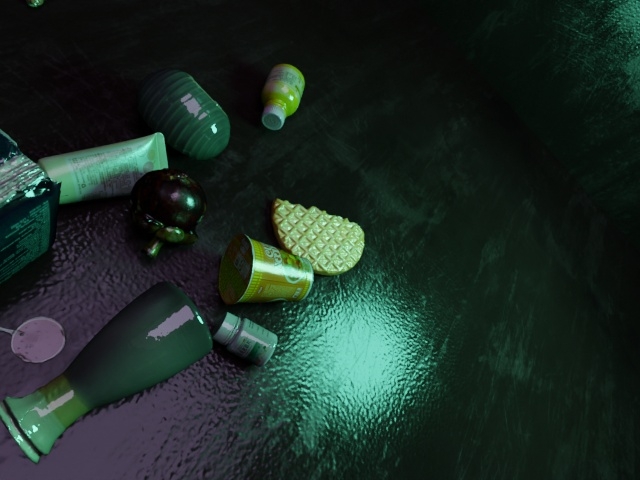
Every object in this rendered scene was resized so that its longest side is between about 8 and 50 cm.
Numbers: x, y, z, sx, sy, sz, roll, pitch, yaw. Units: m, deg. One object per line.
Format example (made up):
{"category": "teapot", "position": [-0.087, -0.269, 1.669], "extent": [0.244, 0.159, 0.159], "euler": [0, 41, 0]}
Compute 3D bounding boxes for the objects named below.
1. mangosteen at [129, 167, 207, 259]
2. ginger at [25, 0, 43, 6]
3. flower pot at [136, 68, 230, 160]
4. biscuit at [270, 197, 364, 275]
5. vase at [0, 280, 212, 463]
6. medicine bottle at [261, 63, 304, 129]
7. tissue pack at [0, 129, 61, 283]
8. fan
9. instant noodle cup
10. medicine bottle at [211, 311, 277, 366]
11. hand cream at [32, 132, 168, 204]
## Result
{"category": "mangosteen", "position": [-0.338, -0.070, 0.917], "extent": [0.173, 0.183, 0.172], "euler": [-1, 27, 0]}
{"category": "ginger", "position": [-0.808, -0.692, 0.992], "extent": [0.290, 0.084, 0.122], "euler": [34, 73, -19]}
{"category": "flower pot", "position": [-0.334, -0.310, 1.012], "extent": [0.157, 0.189, 0.243], "euler": [-43, 99, 1]}
{"category": "biscuit", "position": [0.000, 0.000, 1.167], "extent": [0.309, 0.040, 0.204], "euler": [17, 57, -25]}
{"category": "vase", "position": [-0.370, 0.226, 0.727], "extent": [0.321, 0.173, 0.173], "euler": [-36, 88, -34]}
{"category": "medicine bottle", "position": [-0.126, -0.439, 1.269], "extent": [0.122, 0.122, 0.212], "euler": [26, 54, -20]}
{"category": "tissue pack", "position": [-0.635, 0.006, 0.590], "extent": [0.253, 0.264, 0.416], "euler": [42, 50, -6]}
{"category": "fan", "position": [-0.534, 0.172, 0.738], "extent": [0.134, 0.005, 0.085], "euler": [25, 55, -22]}
{"category": "instant noodle cup", "position": [-0.123, 0.083, 0.976], "extent": [0.185, 0.168, 0.168], "euler": [14, 58, -36]}
{"category": "medicine bottle", "position": [-0.169, 0.218, 0.908], "extent": [0.130, 0.080, 0.080], "euler": [32, 52, -16]}
{"category": "hand cream", "position": [-0.479, -0.144, 0.881], "extent": [0.306, 0.147, 0.093], "euler": [-19, 34, -37]}
